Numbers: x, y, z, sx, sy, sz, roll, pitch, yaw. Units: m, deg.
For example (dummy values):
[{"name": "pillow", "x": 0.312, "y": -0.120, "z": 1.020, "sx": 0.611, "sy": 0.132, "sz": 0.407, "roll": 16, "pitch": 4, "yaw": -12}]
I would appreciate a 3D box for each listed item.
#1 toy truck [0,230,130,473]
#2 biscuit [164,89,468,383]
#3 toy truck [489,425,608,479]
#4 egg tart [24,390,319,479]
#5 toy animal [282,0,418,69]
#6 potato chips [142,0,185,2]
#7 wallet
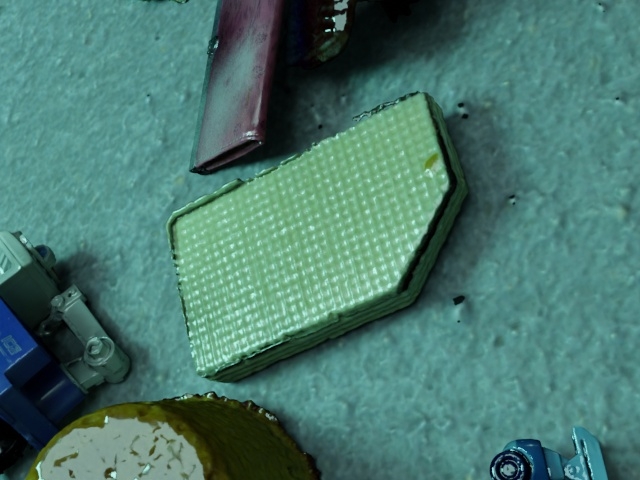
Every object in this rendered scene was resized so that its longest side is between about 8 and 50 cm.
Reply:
[{"name": "toy truck", "x": -0.286, "y": 0.081, "z": 0.972, "sx": 0.177, "sy": 0.161, "sz": 0.213, "roll": -40, "pitch": 56, "yaw": -12}, {"name": "biscuit", "x": 0.000, "y": 0.000, "z": 0.886, "sx": 0.252, "sy": 0.052, "sz": 0.150, "roll": -26, "pitch": 65, "yaw": 20}, {"name": "toy truck", "x": 0.156, "y": 0.193, "z": 0.730, "sx": 0.074, "sy": 0.063, "sz": 0.136, "roll": -12, "pitch": 71, "yaw": 8}, {"name": "egg tart", "x": -0.108, "y": 0.204, "z": 0.805, "sx": 0.215, "sy": 0.171, "sz": 0.215, "roll": -4, "pitch": 72, "yaw": 11}, {"name": "toy animal", "x": 0.025, "y": -0.231, "z": 0.882, "sx": 0.116, "sy": 0.179, "sz": 0.218, "roll": 39, "pitch": 99, "yaw": 7}, {"name": "potato chips", "x": -0.168, "y": -0.345, "z": 1.082, "sx": 0.167, "sy": 0.059, "sz": 0.228, "roll": 19, "pitch": 110, "yaw": 50}, {"name": "wallet", "x": -0.063, "y": -0.178, "z": 0.972, "sx": 0.119, "sy": 0.025, "sz": 0.232, "roll": -17, "pitch": 61, "yaw": 56}]
